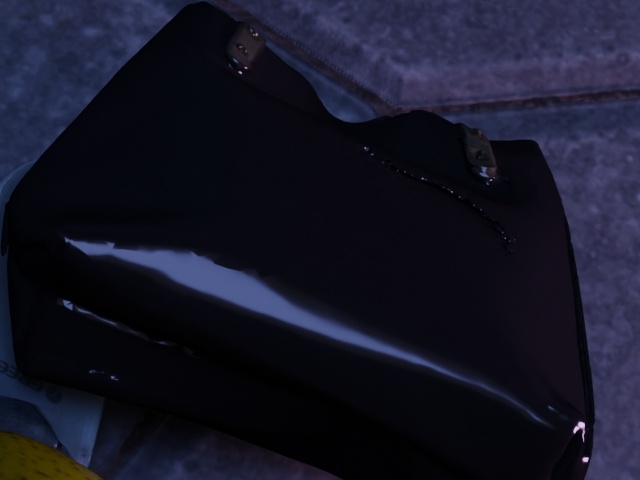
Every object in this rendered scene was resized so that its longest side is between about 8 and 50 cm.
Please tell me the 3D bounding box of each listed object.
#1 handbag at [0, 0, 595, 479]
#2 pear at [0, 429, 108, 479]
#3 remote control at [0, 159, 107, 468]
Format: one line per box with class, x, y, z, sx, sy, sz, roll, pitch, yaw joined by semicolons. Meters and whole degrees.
handbag;0.000;0.000;1.039;0.342;0.152;0.288;24;44;-7
pear;-0.187;0.214;0.797;0.294;0.294;0.294;5;60;-8
remote control;-0.166;0.066;0.999;0.104;0.052;0.247;33;53;-31
